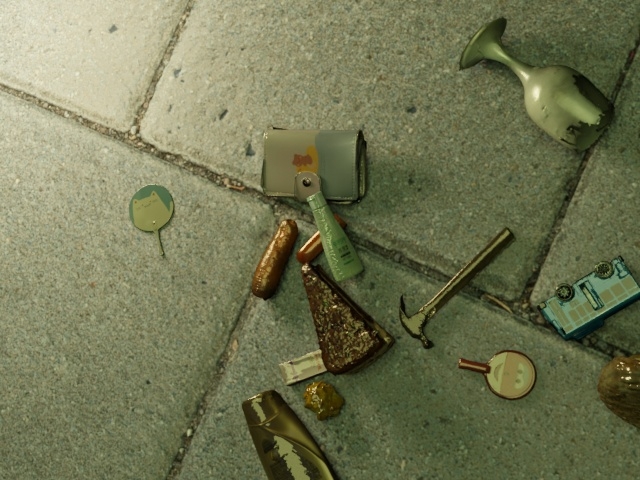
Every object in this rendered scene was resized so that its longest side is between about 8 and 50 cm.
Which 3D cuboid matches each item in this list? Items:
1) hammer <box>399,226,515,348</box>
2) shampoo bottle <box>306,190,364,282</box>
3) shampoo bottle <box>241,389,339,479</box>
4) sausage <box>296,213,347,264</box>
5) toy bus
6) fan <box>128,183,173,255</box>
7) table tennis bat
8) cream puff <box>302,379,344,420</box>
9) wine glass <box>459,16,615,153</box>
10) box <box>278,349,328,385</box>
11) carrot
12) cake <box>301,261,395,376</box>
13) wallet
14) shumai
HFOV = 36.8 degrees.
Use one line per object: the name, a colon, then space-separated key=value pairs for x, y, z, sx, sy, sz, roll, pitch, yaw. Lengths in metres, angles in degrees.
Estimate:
hammer: x=0.282 y=0.084 z=1.960 sx=0.297 sy=0.027 sz=0.125 roll=-43 pitch=76 yaw=7
shampoo bottle: x=0.026 y=-0.011 z=2.012 sx=0.069 sy=0.041 sz=0.190 roll=-26 pitch=95 yaw=-21
shampoo bottle: x=-0.047 y=0.469 z=1.969 sx=0.126 sy=0.084 sz=0.350 roll=-34 pitch=72 yaw=7
sausage: x=0.000 y=0.000 z=2.057 sx=0.131 sy=0.041 sz=0.039 roll=-45 pitch=88 yaw=6
toy bus: x=0.516 y=0.115 z=1.845 sx=0.185 sy=0.090 sz=0.106 roll=-33 pitch=74 yaw=10
fan: x=-0.382 y=-0.047 z=2.209 sx=0.113 sy=0.005 sz=0.175 roll=-20 pitch=74 yaw=13
table tennis bat: x=0.351 y=0.261 z=1.913 sx=0.155 sy=0.019 sz=0.098 roll=11 pitch=84 yaw=17
cream puff: x=0.003 y=0.330 z=1.990 sx=0.083 sy=0.058 sz=0.083 roll=-12 pitch=75 yaw=14
wine glass: x=0.433 y=-0.311 z=1.924 sx=0.321 sy=0.143 sz=0.143 roll=41 pitch=94 yaw=18
box: x=-0.025 y=0.265 z=2.022 sx=0.117 sy=0.036 sz=0.050 roll=-24 pitch=75 yaw=13
carrot: x=-0.099 y=0.038 z=2.076 sx=0.060 sy=0.060 sz=0.186 roll=19 pitch=84 yaw=20
cake: x=0.020 y=0.169 z=1.986 sx=0.246 sy=0.112 sz=0.135 roll=44 pitch=98 yaw=20
wallet: x=-0.013 y=-0.161 z=2.077 sx=0.231 sy=0.069 sz=0.170 roll=5 pitch=100 yaw=22
shumai: x=0.626 y=0.260 z=1.770 sx=0.210 sy=0.161 sz=0.153 roll=5 pitch=49 yaw=49
